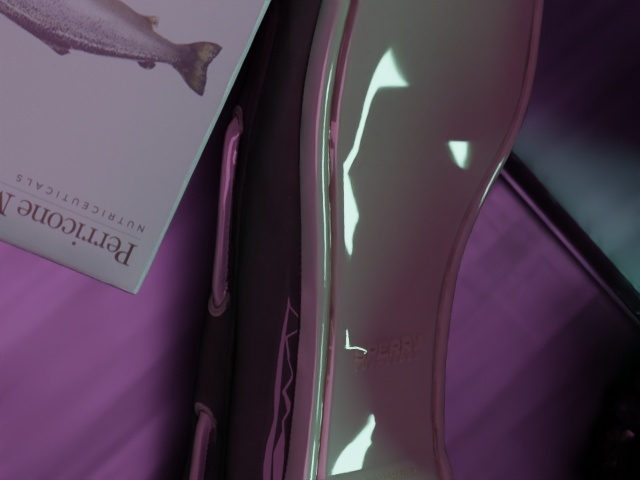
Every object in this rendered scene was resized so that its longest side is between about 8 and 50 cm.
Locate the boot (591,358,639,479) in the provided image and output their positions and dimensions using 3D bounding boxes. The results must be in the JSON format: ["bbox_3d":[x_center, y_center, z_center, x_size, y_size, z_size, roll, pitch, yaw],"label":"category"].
[{"bbox_3d":[0.288,0.072,0.563,0.260,0.131,0.348,28,135,-19],"label":"boot"}]

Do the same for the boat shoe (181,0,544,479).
[{"bbox_3d":[0.000,0.000,0.574,0.112,0.095,0.335,2,98,-45],"label":"boat shoe"}]

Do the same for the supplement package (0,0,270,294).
[{"bbox_3d":[-0.075,-0.091,0.530,0.105,0.105,0.179,23,96,-18],"label":"supplement package"}]
